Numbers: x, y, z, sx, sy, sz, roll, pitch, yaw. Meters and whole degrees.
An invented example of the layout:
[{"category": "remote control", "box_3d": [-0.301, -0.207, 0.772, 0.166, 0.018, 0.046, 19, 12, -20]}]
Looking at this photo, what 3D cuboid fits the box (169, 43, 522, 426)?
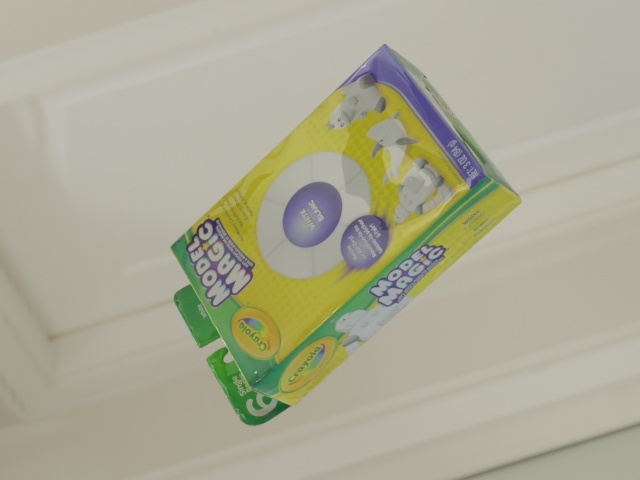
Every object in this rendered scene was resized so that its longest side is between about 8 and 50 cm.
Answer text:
[{"category": "box", "box_3d": [0.000, 0.000, 0.804, 0.043, 0.179, 0.105, 28, -157, -51]}]
